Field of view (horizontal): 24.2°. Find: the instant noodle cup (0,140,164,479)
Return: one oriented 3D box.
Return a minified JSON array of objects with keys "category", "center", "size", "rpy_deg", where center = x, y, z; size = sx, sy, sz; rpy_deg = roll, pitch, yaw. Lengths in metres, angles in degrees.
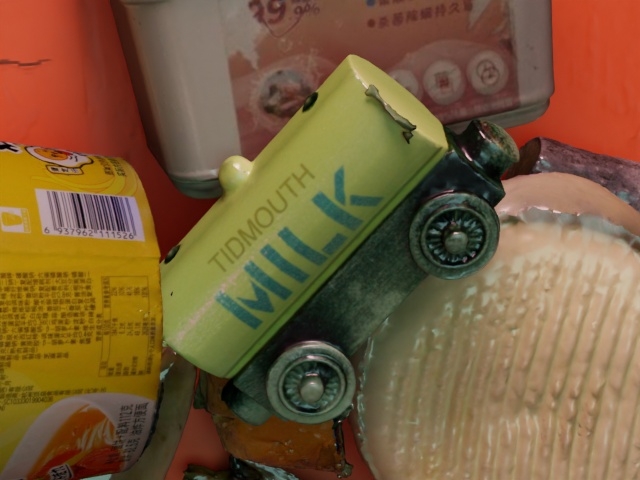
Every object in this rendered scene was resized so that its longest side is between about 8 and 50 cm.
[{"category":"instant noodle cup","center":[-0.221,0.046,0.924],"size":[0.200,0.264,0.264],"rpy_deg":[-1,100,-24]}]

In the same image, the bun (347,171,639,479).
[{"category":"bun","center":[0.151,0.092,1.074],"size":[0.287,0.146,0.287],"rpy_deg":[0,106,0]}]

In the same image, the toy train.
[{"category":"toy train","center":[0.000,0.000,0.929],"size":[0.157,0.105,0.253],"rpy_deg":[38,110,-18]}]

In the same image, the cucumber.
[{"category":"cucumber","center":[0.192,-0.038,1.107],"size":[0.112,0.064,0.064],"rpy_deg":[14,96,-13]}]

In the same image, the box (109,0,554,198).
[{"category":"box","center":[0.009,-0.150,0.989],"size":[0.311,0.175,0.182],"rpy_deg":[-15,113,-12]}]

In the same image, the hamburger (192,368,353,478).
[{"category":"hamburger","center":[-0.038,0.097,1.054],"size":[0.102,0.087,0.176],"rpy_deg":[-15,106,-14]}]

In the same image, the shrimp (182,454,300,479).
[{"category":"shrimp","center":[-0.020,0.235,1.104],"size":[0.217,0.051,0.115],"rpy_deg":[40,90,-20]}]

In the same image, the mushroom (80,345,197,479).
[{"category":"mushroom","center":[-0.183,0.219,1.040],"size":[0.107,0.087,0.333],"rpy_deg":[20,91,-22]}]
